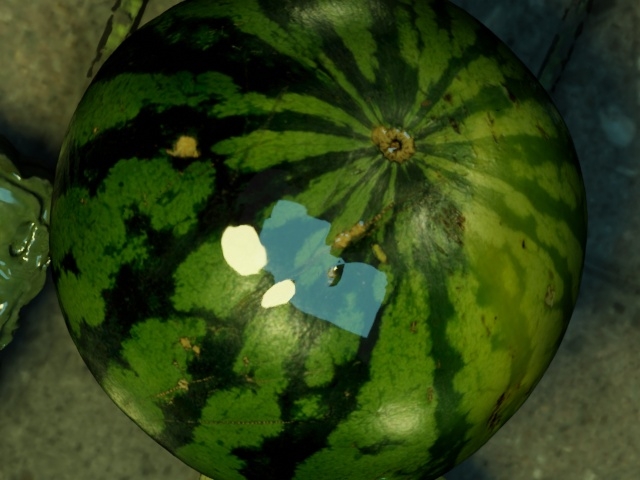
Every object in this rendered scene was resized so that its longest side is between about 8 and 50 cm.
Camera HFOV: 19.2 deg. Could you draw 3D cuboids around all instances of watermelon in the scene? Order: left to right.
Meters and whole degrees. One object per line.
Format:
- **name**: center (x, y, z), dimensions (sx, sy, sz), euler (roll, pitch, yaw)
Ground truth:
- **watermelon**: center (0.000, 0.000, 1.001), dimensions (0.285, 0.285, 0.285), euler (-2, 101, -11)

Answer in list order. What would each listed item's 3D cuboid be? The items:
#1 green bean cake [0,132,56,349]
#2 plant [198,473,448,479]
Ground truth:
- **green bean cake**: center (-0.246, 0.003, 1.052), dimensions (0.181, 0.094, 0.173), euler (32, 93, -16)
- **plant**: center (-0.022, 0.286, 1.066), dimensions (0.305, 0.261, 0.297), euler (-1, 101, 1)
